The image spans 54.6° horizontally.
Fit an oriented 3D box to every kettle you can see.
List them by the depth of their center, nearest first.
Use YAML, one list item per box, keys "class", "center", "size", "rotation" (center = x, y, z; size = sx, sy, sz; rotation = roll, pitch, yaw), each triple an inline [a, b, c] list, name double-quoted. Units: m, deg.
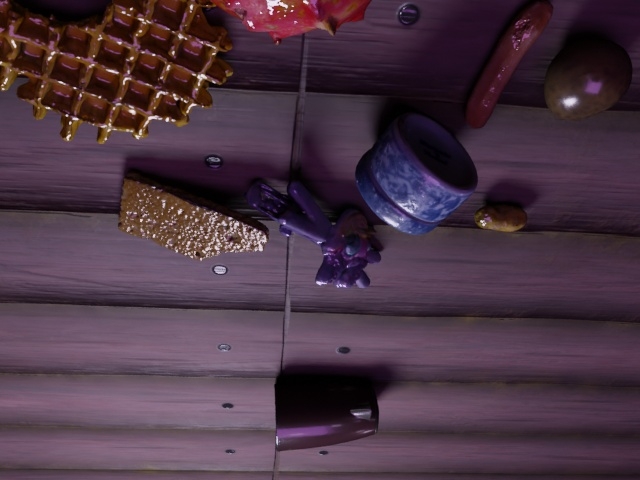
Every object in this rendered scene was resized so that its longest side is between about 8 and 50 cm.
- class: "kettle"
  center: [0.014, 0.395, 1.390]
  size: [0.232, 0.144, 0.202]
  rotation: [-1, 157, -5]

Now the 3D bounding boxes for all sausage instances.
- class: "sausage"
  center: [0.236, -0.223, 0.800]
  size: [0.043, 0.043, 0.186]
  rotation: [11, 135, -14]

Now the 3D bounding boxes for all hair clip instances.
- class: "hair clip"
  center: [0.006, -0.001, 0.980]
  size: [0.278, 0.137, 0.090]
  rotation: [33, 162, -31]

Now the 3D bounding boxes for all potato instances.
- class: "potato"
  center: [0.288, -0.037, 0.999]
  size: [0.092, 0.046, 0.045]
  rotation: [1, 102, -16]

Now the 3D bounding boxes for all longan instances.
- class: "longan"
  center: [0.339, -0.202, 0.789]
  size: [0.113, 0.092, 0.113]
  rotation: [-11, 143, -8]

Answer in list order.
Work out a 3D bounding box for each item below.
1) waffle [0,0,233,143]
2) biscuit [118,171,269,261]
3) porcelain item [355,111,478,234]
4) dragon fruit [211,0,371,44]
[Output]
- class: "waffle"
  center: [-0.251, -0.236, 0.754]
  size: [0.293, 0.069, 0.260]
  rotation: [-18, 137, 13]
- class: "biscuit"
  center: [-0.201, -0.021, 0.977]
  size: [0.237, 0.026, 0.131]
  rotation: [21, 138, -4]
- class: "porcelain item"
  center: [0.130, -0.090, 0.862]
  size: [0.147, 0.147, 0.114]
  rotation: [23, 133, -24]
- class: "dragon fruit"
  center: [-0.041, -0.297, 0.599]
  size: [0.268, 0.205, 0.210]
  rotation: [0, 164, 8]
